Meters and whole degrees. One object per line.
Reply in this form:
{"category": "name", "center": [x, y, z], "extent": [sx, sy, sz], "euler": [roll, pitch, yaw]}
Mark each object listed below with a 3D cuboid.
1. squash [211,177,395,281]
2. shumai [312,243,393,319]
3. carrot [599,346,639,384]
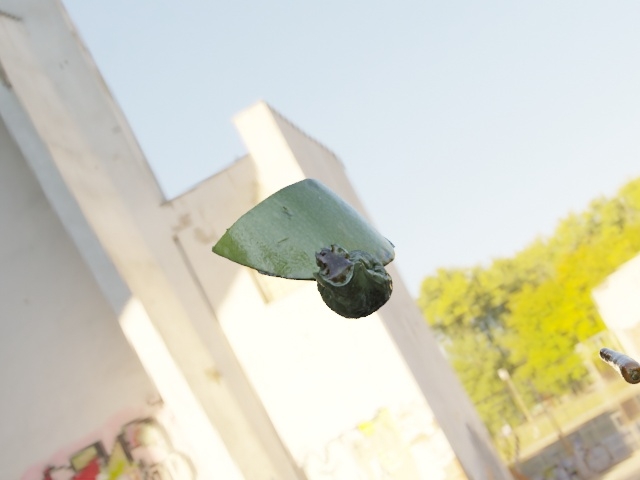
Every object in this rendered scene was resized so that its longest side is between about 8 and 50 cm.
{"category": "squash", "center": [-0.002, -0.023, 1.258], "extent": [0.184, 0.085, 0.192], "euler": [15, 26, 32]}
{"category": "shumai", "center": [0.027, 0.046, 1.136], "extent": [0.080, 0.083, 0.082], "euler": [-13, -62, -69]}
{"category": "carrot", "center": [0.498, 0.204, 1.806], "extent": [0.037, 0.037, 0.190], "euler": [-28, 4, 2]}
